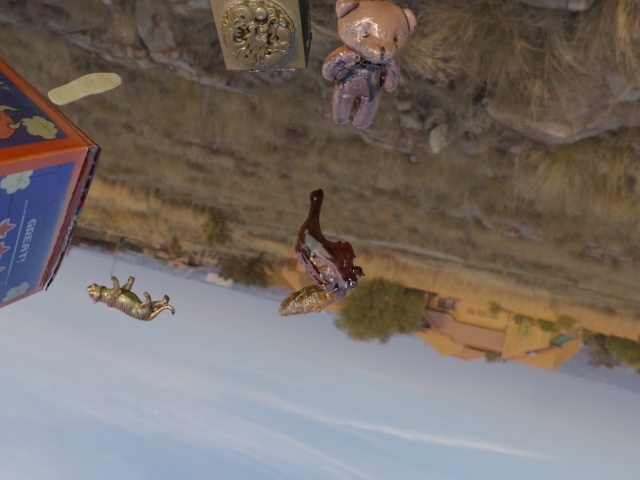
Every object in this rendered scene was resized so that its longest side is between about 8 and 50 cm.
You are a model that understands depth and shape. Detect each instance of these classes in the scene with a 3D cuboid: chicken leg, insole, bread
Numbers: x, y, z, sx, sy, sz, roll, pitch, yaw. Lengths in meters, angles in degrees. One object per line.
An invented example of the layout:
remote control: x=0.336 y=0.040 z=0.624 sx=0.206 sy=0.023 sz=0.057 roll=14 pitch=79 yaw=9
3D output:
chicken leg: x=0.000 y=0.000 z=1.497 sx=0.158 sy=0.407 sz=0.096 roll=-24 pitch=136 yaw=4
insole: x=-0.576 y=-0.378 z=1.293 sx=0.063 sy=0.192 sz=0.010 roll=47 pitch=139 yaw=3
bread: x=-0.034 y=0.193 z=1.752 sx=0.233 sy=0.076 sz=0.105 roll=-18 pitch=-152 yaw=-4

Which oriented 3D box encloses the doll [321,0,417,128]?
doll: x=0.111 y=-0.399 z=1.226 sx=0.201 sy=0.303 sz=0.156 roll=3 pitch=-150 yaw=-14

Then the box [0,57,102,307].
box: x=-0.556 y=-0.097 z=0.726 sx=0.349 sy=0.318 sz=0.257 roll=41 pitch=-149 yaw=11

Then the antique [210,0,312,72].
antique: x=-0.095 y=-0.373 z=0.875 sx=0.147 sy=0.148 sz=0.152 roll=-1 pitch=141 yaw=5

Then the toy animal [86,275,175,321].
toy animal: x=-0.509 y=0.158 z=1.415 sx=0.241 sy=0.099 sz=0.057 roll=26 pitch=-163 yaw=-4
